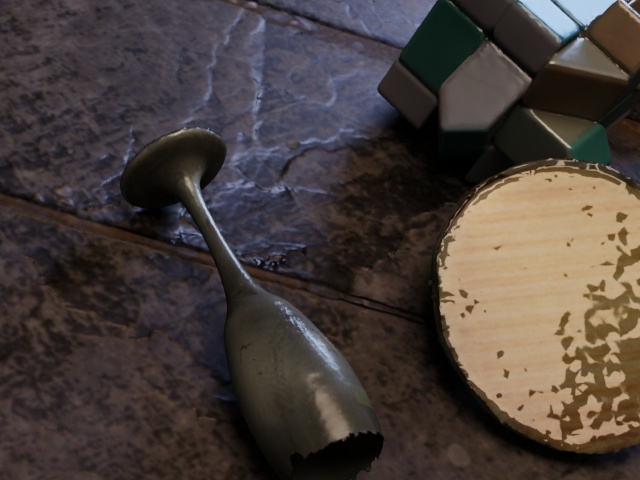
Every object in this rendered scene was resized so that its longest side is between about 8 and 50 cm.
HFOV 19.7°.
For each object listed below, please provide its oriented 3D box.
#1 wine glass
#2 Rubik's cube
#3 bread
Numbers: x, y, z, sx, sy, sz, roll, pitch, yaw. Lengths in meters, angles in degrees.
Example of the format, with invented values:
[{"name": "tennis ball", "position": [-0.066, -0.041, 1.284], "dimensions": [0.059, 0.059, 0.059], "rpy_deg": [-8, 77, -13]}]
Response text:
[{"name": "wine glass", "position": [0.000, 0.000, 1.425], "dimensions": [0.096, 0.264, 0.309], "rpy_deg": [13, 39, -51]}, {"name": "Rubik's cube", "position": [0.205, -0.156, 1.692], "dimensions": [0.213, 0.224, 0.265], "rpy_deg": [45, 42, 10]}, {"name": "bread", "position": [0.215, 0.056, 1.570], "dimensions": [0.267, 0.040, 0.267], "rpy_deg": [5, 69, -13]}]
